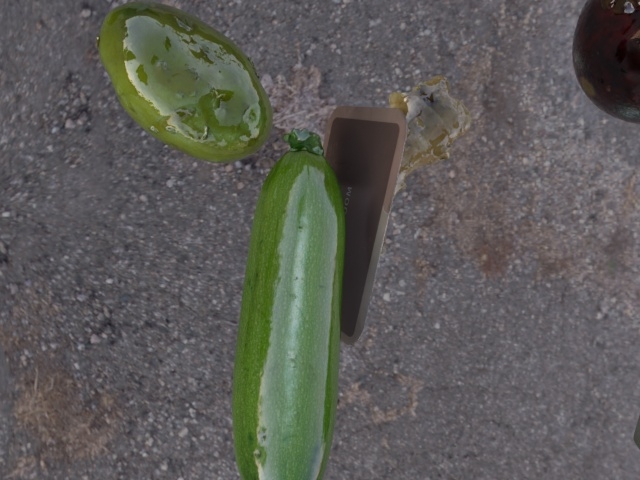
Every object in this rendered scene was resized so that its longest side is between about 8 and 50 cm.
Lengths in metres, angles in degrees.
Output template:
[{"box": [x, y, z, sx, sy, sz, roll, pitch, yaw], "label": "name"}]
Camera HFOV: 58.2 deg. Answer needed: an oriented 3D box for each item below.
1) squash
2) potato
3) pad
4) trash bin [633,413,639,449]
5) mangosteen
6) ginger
[{"box": [-0.029, 0.066, 0.586, 0.107, 0.107, 0.396, 16, 65, -31], "label": "squash"}, {"box": [-0.178, -0.204, 0.769, 0.253, 0.148, 0.186, 41, 50, -18], "label": "potato"}, {"box": [0.027, -0.025, 0.680, 0.002, 0.176, 0.266, 7, 100, -29], "label": "pad"}, {"box": [0.546, 0.197, 0.741, 0.219, 0.219, 0.250, 5, 109, -12], "label": "trash bin"}, {"box": [0.613, -0.332, 0.993, 0.359, 0.306, 0.306, 29, 77, -34], "label": "mangosteen"}, {"box": [0.127, -0.112, 0.876, 0.131, 0.086, 0.295, 25, 85, -5], "label": "ginger"}]
